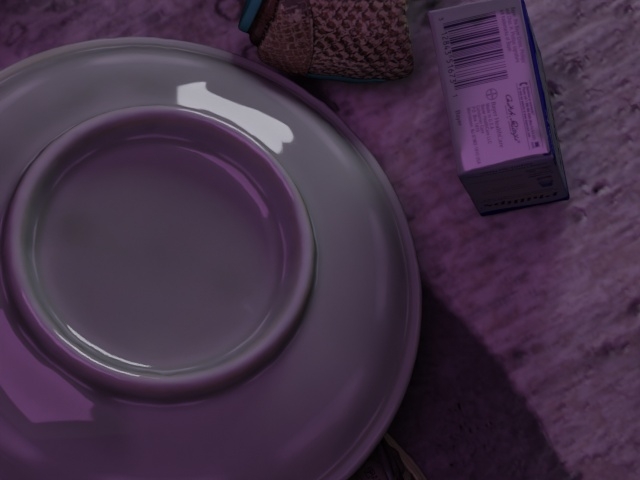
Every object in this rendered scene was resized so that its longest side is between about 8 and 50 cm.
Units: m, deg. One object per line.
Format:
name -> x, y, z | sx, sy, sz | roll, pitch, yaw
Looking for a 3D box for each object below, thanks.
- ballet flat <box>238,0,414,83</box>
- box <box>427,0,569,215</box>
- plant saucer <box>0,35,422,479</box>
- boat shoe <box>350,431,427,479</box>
ballet flat -> 0.073, -0.351, 1.475 | 0.182, 0.164, 0.482 | 13, 87, -7
box -> 0.132, -0.096, 1.398 | 0.072, 0.137, 0.126 | -11, 76, 9
plant saucer -> -0.116, 0.018, 1.345 | 0.400, 0.100, 0.400 | 4, 67, -9
boat shoe -> -0.003, 0.132, 1.415 | 0.080, 0.073, 0.223 | -43, 74, 0
